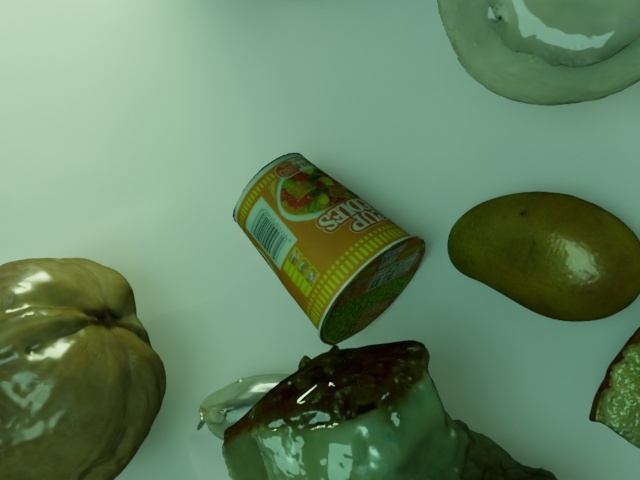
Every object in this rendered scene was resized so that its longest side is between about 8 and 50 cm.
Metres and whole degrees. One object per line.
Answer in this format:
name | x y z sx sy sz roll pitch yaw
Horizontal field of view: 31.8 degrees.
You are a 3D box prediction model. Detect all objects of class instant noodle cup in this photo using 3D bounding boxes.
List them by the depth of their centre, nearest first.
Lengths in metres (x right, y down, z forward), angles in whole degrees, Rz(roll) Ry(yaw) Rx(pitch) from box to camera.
instant noodle cup | 0.000 0.000 1.302 0.185 0.168 0.168 45 112 23

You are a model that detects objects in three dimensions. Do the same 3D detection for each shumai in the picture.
shumai | 0.051 0.275 1.181 0.397 0.324 0.323 -29 95 18

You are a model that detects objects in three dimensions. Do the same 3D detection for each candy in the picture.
candy | 0.252 -0.273 1.129 0.295 0.185 0.295 -3 80 17

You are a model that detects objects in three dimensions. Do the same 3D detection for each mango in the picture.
mango | 0.241 0.013 1.216 0.227 0.099 0.136 13 108 32

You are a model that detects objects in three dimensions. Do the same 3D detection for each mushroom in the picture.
mushroom | -0.019 0.206 1.353 0.278 0.099 0.096 -7 71 16

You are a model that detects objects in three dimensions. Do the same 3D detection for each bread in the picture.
bread | 0.347 0.133 1.162 0.086 0.125 0.156 37 111 8

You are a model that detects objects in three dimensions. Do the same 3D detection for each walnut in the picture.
walnut | -0.366 0.191 1.416 0.344 0.306 0.306 -37 80 21
